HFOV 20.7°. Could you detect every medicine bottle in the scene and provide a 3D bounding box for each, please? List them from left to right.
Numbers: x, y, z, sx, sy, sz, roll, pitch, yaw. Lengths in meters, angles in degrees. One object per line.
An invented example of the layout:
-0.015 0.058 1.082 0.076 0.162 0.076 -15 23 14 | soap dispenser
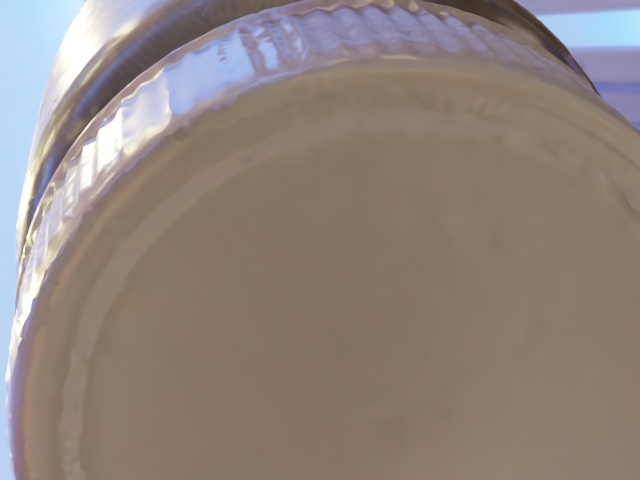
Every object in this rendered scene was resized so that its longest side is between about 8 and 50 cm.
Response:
0.000 0.000 0.468 0.165 0.273 0.165 -1 -75 -5 | medicine bottle
